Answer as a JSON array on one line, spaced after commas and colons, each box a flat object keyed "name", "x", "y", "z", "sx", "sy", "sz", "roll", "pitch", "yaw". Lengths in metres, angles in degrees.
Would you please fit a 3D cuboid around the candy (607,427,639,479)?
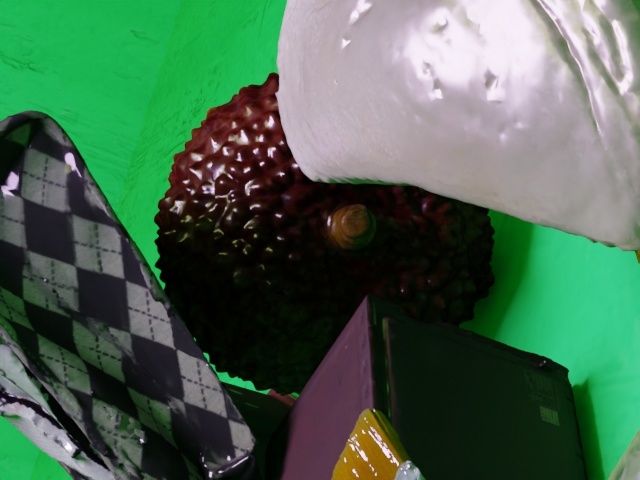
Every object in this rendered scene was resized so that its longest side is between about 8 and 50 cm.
[{"name": "candy", "x": 0.181, "y": 0.225, "z": 1.032, "sx": 0.142, "sy": 0.132, "sz": 0.343, "roll": 39, "pitch": 116, "yaw": 28}]

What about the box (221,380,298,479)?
[{"name": "box", "x": -0.108, "y": 0.225, "z": 1.870, "sx": 0.294, "sy": 0.167, "sz": 0.193, "roll": -160, "pitch": 89, "yaw": -74}]

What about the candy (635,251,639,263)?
[{"name": "candy", "x": 0.225, "y": -0.017, "z": 1.316, "sx": 0.194, "sy": 0.062, "sz": 0.058, "roll": -106, "pitch": -6, "yaw": -77}]

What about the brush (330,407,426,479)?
[{"name": "brush", "x": 0.077, "y": 0.223, "z": 1.049, "sx": 0.085, "sy": 0.020, "sz": 0.336, "roll": -63, "pitch": 36, "yaw": 25}]

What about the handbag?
[{"name": "handbag", "x": -0.176, "y": 0.102, "z": 1.529, "sx": 0.180, "sy": 0.317, "sz": 0.416, "roll": -39, "pitch": -7, "yaw": -13}]

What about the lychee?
[{"name": "lychee", "x": 0.000, "y": 0.000, "z": 1.591, "sx": 0.304, "sy": 0.275, "sz": 0.276, "roll": 176, "pitch": 114, "yaw": -79}]

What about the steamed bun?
[{"name": "steamed bun", "x": 0.143, "y": -0.135, "z": 1.174, "sx": 0.383, "sy": 0.247, "sz": 0.236, "roll": 13, "pitch": 109, "yaw": 57}]

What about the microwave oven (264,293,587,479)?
[{"name": "microwave oven", "x": 0.069, "y": 0.195, "z": 1.307, "sx": 0.247, "sy": 0.178, "sz": 0.188, "roll": -92, "pitch": 26, "yaw": -52}]
